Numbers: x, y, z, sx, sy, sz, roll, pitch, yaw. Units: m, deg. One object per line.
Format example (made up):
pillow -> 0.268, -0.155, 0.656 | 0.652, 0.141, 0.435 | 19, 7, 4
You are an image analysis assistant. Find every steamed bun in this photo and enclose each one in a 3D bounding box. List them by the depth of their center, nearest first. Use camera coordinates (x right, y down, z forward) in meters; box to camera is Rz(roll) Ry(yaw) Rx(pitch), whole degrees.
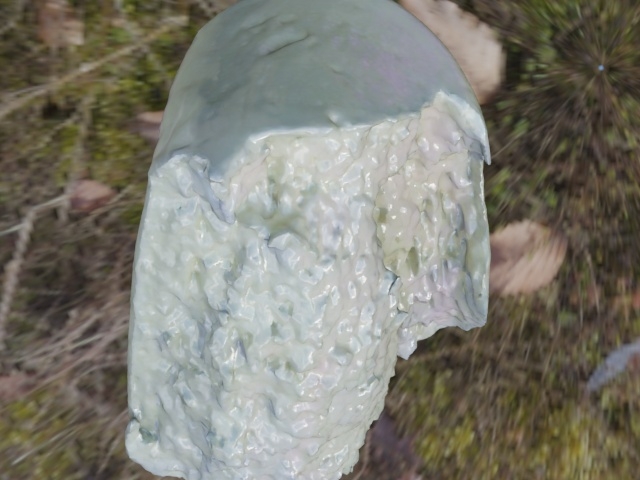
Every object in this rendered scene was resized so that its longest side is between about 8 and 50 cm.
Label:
steamed bun -> 0.000, 0.000, 0.924 | 0.170, 0.225, 0.200 | 14, 55, 5
